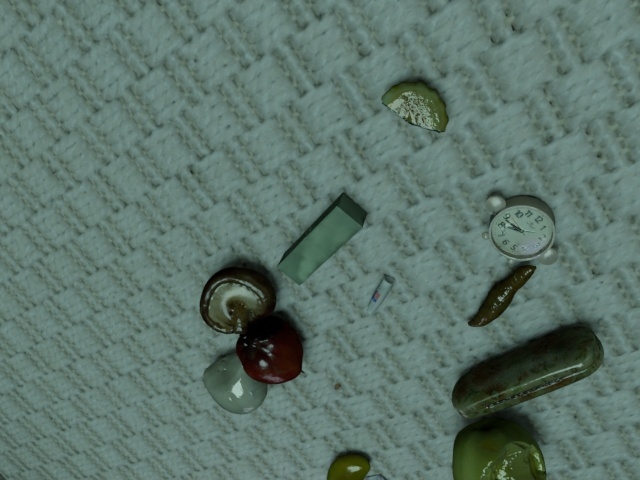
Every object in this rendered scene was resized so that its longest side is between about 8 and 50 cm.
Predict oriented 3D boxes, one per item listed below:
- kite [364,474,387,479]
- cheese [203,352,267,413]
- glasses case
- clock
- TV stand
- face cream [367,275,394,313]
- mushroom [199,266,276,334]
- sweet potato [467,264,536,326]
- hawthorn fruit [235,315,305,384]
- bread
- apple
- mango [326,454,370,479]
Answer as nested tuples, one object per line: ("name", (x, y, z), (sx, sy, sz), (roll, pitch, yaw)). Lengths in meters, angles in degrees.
("kite", (0.246, 0.934, 2.103), (0.310, 0.015, 0.169), (42, 122, -10))
("cheese", (-0.258, 0.458, 1.887), (0.198, 0.154, 0.189), (-22, 117, 27))
("glasses case", (0.536, 0.353, 1.579), (0.425, 0.156, 0.098), (-33, 105, 31))
("clock", (0.479, -0.028, 1.426), (0.229, 0.063, 0.155), (42, 125, -7))
("TV stand", (0.000, 0.000, 1.575), (0.088, 0.083, 0.269), (39, 122, -11))
("face cream", (0.162, 0.154, 1.646), (0.034, 0.034, 0.130), (26, 125, 1))
("mushroom", (-0.238, 0.164, 1.725), (0.231, 0.138, 0.194), (-22, 98, 15))
("sweet potato", (0.464, 0.141, 1.528), (0.067, 0.067, 0.274), (29, 129, -1))
("hawthorn fruit", (-0.135, 0.335, 1.775), (0.189, 0.189, 0.251), (-22, 134, 27))
("bread", (0.213, -0.306, 1.324), (0.157, 0.083, 0.094), (14, 120, 6))
("apple", (0.504, 0.643, 1.704), (0.279, 0.279, 0.279), (8, 122, 12))
("mango", (0.090, 0.791, 2.028), (0.122, 0.085, 0.191), (28, 115, 12))
